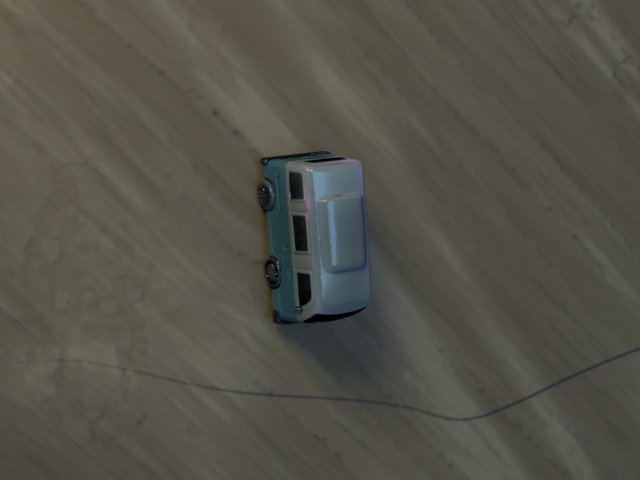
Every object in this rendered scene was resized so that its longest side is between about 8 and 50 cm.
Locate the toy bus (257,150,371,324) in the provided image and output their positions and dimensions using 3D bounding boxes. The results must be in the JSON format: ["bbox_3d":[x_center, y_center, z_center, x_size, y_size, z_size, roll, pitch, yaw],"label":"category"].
[{"bbox_3d":[0.000,0.000,1.185,0.060,0.075,0.123,-8,98,-31],"label":"toy bus"}]
